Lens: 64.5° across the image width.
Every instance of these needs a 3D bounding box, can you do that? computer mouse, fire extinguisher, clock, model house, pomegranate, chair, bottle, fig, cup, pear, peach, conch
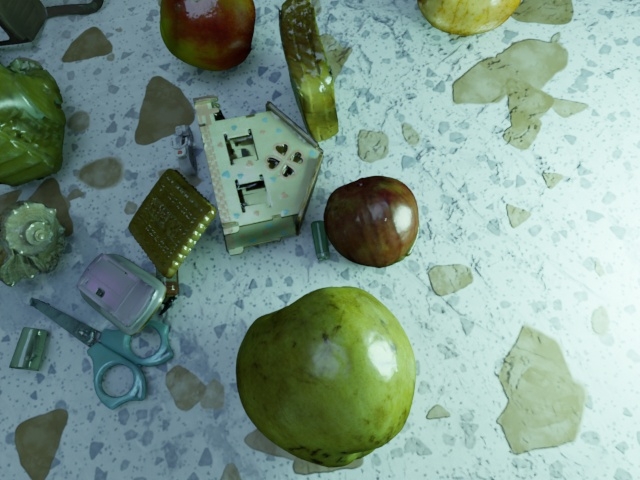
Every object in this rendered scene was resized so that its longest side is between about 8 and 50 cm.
[{"bbox_3d":[-0.410,0.107,1.050,0.245,0.056,0.126,23,72,34],"label":"computer mouse"},{"bbox_3d":[-0.329,0.067,1.080,0.062,0.050,0.177,-18,68,28],"label":"fire extinguisher"},{"bbox_3d":[-0.309,-0.214,1.156,0.041,0.087,0.129,-12,63,2],"label":"clock"},{"bbox_3d":[-0.116,-0.153,1.080,0.244,0.169,0.326,-14,75,-6],"label":"model house"},{"bbox_3d":[0.336,-0.575,1.135,0.248,0.248,0.248,-2,71,6],"label":"pomegranate"},{"bbox_3d":[-0.748,-0.610,1.292,0.326,0.175,0.183,4,63,14],"label":"chair"},{"bbox_3d":[0.000,0.000,1.074,0.030,0.030,0.083,-11,71,3],"label":"bottle"},{"bbox_3d":[0.111,-0.032,1.003,0.205,0.205,0.205,-2,71,6],"label":"fig"},{"bbox_3d":[-0.602,0.223,1.046,0.054,0.075,0.083,11,69,-13],"label":"cup"},{"bbox_3d":[0.019,0.229,0.869,0.304,0.304,0.304,-2,71,6],"label":"pear"},{"bbox_3d":[-0.259,-0.512,1.180,0.231,0.231,0.231,-2,71,6],"label":"peach"},{"bbox_3d":[-0.646,0.004,1.087,0.245,0.163,0.178,7,52,39],"label":"conch"}]

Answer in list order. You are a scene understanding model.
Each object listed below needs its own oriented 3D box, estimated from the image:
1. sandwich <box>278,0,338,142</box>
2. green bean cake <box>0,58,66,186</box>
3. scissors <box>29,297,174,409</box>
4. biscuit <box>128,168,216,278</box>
[{"bbox_3d":[-0.023,-0.348,1.080,0.087,0.251,0.226,-16,73,3],"label":"sandwich"},{"bbox_3d":[-0.691,-0.301,1.106,0.202,0.310,0.285,-14,73,4],"label":"green bean cake"},{"bbox_3d":[-0.481,0.202,1.065,0.360,0.029,0.191,24,70,18],"label":"scissors"},{"bbox_3d":[-0.317,-0.047,1.054,0.172,0.029,0.254,-55,44,2],"label":"biscuit"}]
